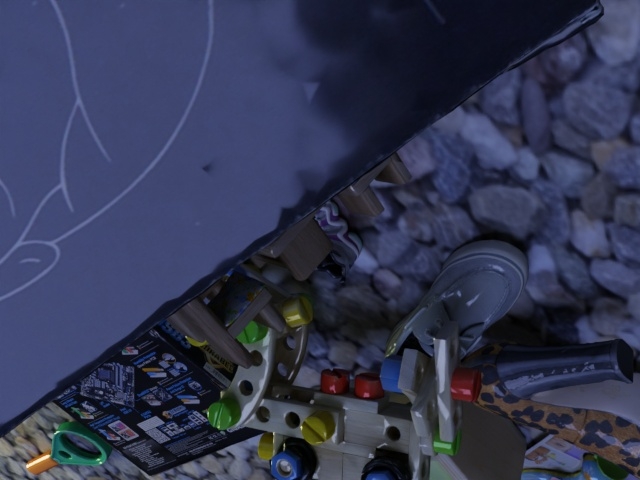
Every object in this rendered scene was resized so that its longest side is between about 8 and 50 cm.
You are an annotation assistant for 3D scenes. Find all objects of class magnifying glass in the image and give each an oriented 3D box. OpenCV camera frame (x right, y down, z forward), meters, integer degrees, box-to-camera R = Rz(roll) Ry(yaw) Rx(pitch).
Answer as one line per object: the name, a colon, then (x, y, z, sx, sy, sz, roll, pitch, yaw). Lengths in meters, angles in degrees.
magnifying glass: (-0.418, 0.347, 1.420, 0.092, 0.026, 0.231, 42, 136, -19)

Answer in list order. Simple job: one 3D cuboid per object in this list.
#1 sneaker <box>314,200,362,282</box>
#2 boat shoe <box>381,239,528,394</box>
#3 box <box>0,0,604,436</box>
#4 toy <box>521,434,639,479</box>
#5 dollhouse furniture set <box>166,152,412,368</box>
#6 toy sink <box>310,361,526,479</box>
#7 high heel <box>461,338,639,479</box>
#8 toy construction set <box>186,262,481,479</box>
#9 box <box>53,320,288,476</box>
sneaker: (0.000, 0.000, 0.838, 0.038, 0.069, 0.098, -25, 120, 40)
boat shoe: (0.127, 0.088, 0.861, 0.079, 0.081, 0.227, 29, 139, -5)
box: (-0.215, -0.180, 0.435, 0.472, 0.297, 0.480, -35, 109, 18)
toy: (0.281, 0.311, 1.041, 0.137, 0.056, 0.237, 28, 138, -2)
dollhouse furniture set: (-0.093, -0.050, 0.731, 0.242, 0.212, 0.161, 14, 147, 53)
toy sink: (0.092, 0.251, 1.009, 0.234, 0.131, 0.152, -16, 125, 36)
high heel: (0.260, 0.183, 0.893, 0.186, 0.093, 0.261, -12, 134, 37)
toy construction set: (0.018, 0.139, 0.853, 0.328, 0.151, 0.214, 7, 98, 40)
box: (-0.238, 0.167, 1.117, 0.293, 0.073, 0.296, 44, 134, -17)
